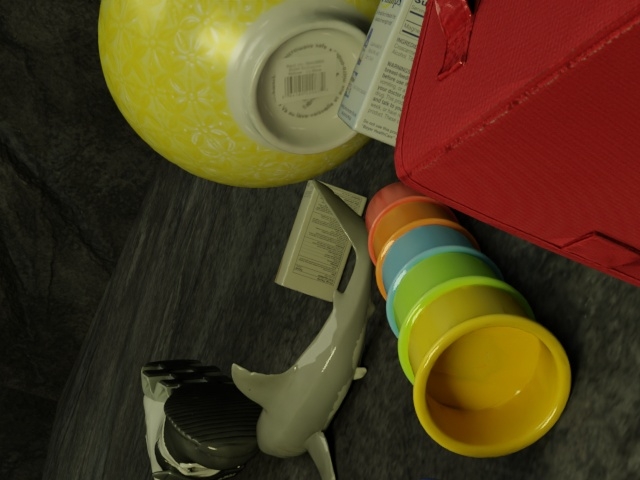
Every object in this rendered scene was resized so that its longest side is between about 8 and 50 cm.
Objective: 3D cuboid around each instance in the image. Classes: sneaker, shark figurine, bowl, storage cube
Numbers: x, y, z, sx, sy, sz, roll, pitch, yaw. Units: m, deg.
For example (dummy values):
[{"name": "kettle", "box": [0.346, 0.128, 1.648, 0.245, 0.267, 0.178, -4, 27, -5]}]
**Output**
[{"name": "sneaker", "box": [-0.131, 0.233, 1.300, 0.330, 0.123, 0.146, -166, 77, -74]}, {"name": "shark figurine", "box": [-0.018, 0.100, 1.035, 0.166, 0.116, 0.278, -111, 41, -65]}, {"name": "bowl", "box": [-0.030, -0.156, 0.963, 0.289, 0.290, 0.156, -65, 31, 20]}, {"name": "storage cube", "box": [0.167, -0.099, 0.450, 0.193, 0.215, 0.183, -32, 40, 57]}]

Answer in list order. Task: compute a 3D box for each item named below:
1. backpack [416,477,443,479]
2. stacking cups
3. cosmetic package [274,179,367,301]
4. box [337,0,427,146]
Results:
[{"name": "backpack", "box": [0.075, 0.200, 0.628, 0.120, 0.098, 0.101, -61, 24, -10]}, {"name": "stacking cups", "box": [0.087, 0.026, 0.809, 0.316, 0.096, 0.096, -102, 34, -67]}, {"name": "cosmetic package", "box": [0.000, 0.000, 1.186, 0.041, 0.060, 0.115, -168, 98, -76]}, {"name": "box", "box": [0.098, -0.130, 0.874, 0.072, 0.126, 0.137, -122, 53, -73]}]
